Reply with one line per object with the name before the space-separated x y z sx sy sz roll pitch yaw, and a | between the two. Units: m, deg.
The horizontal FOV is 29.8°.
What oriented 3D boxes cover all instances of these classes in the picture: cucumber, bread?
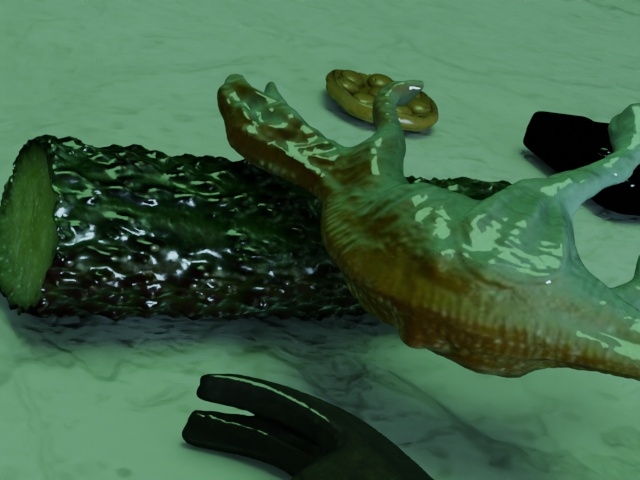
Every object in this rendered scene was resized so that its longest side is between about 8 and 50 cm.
cucumber | 0.000 0.000 0.695 0.359 0.096 0.096 3 28 -33
bread | 0.052 -0.124 1.059 0.110 0.024 0.110 15 25 -7

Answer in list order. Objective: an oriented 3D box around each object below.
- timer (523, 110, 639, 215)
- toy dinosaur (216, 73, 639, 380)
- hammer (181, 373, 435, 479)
timer | 0.287 -0.070 1.058 0.187 0.055 0.144 2 28 -30
toy dinosaur | 0.122 0.018 0.596 0.205 0.092 0.393 -18 52 -35
hammer | -0.127 0.129 0.395 0.439 0.044 0.168 -6 34 -41
